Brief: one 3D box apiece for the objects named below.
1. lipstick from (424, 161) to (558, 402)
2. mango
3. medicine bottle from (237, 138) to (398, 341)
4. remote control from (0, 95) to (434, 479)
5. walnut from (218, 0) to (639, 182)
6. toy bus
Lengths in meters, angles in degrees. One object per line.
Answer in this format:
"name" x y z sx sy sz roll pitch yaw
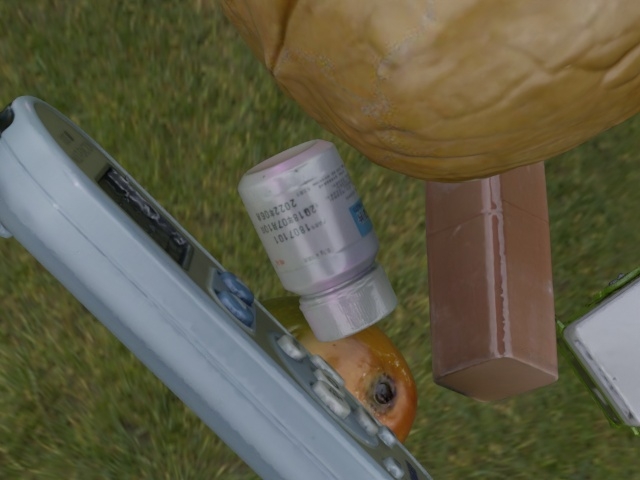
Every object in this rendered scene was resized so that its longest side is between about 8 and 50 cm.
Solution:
"lipstick" 0.075 -0.005 0.751 0.045 0.045 0.145 26 54 -41
"mango" -0.018 0.106 1.237 0.146 0.289 0.129 29 86 -10
"medicine bottle" 0.000 0.000 0.804 0.052 0.052 0.089 -26 100 -8
"remote control" -0.038 0.042 0.639 0.047 0.087 0.244 -44 98 8
"walnut" 0.062 -0.111 0.558 0.197 0.165 0.165 -32 85 -4
"toy bus" 0.316 0.020 1.233 0.302 0.139 0.113 -36 86 2
